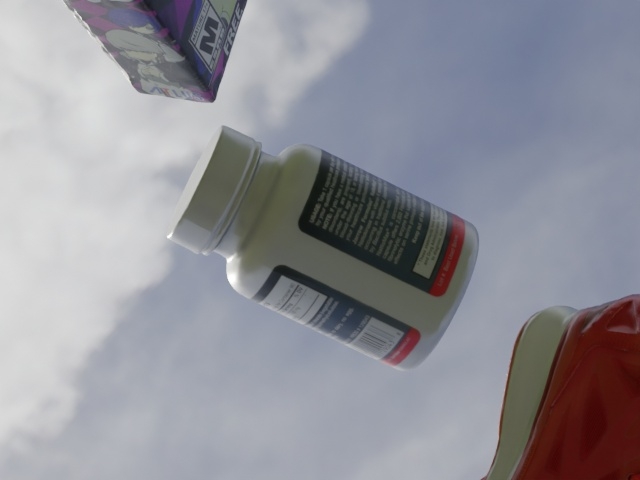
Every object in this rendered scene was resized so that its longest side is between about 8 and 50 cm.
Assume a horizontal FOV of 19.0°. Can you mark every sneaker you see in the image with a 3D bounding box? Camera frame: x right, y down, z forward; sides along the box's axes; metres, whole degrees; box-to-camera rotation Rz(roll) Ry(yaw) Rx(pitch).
[{"bbox_3d":[0.124,0.104,0.731,0.128,0.087,0.221,-22,-134,41],"label":"sneaker"}]

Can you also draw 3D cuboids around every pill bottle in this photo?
[{"bbox_3d":[0.000,0.000,1.222,0.180,0.108,0.108,26,-112,-10],"label":"pill bottle"}]

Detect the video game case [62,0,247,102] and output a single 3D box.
[{"bbox_3d":[-0.049,-0.195,0.676,0.042,0.210,0.232,12,-107,19],"label":"video game case"}]
